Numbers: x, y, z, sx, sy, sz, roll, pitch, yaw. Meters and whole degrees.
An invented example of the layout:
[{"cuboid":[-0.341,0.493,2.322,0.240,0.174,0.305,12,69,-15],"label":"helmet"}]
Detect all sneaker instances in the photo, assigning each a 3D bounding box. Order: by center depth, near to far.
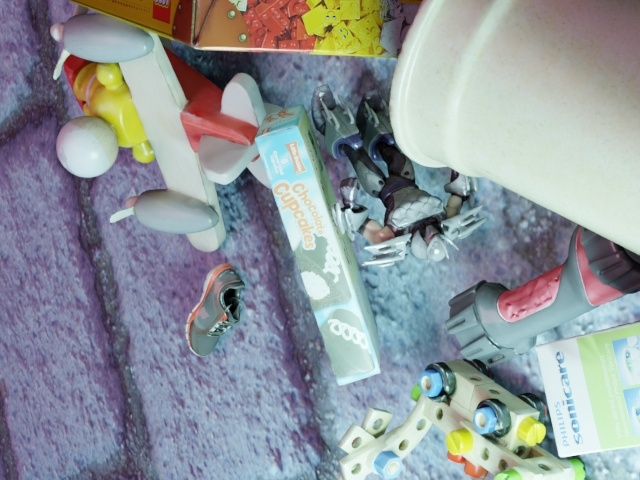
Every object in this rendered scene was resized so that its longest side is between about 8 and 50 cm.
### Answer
[{"cuboid":[-0.152,0.114,2.244,0.065,0.061,0.158,38,124,35],"label":"sneaker"}]

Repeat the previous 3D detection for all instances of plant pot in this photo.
[{"cuboid":[0.291,-0.138,1.482,0.305,0.334,0.333,39,124,28],"label":"plant pot"}]

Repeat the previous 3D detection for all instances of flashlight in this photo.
[{"cuboid":[0.256,0.047,1.692,0.304,0.103,0.103,-31,45,50],"label":"flashlight"}]

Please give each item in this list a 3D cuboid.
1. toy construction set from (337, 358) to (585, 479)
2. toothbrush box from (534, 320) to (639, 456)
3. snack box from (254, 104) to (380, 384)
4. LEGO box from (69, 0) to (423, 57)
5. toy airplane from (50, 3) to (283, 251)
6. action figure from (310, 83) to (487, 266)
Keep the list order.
[{"cuboid":[0.174,0.267,1.797,0.328,0.151,0.215,24,114,36],"label":"toy construction set"},{"cuboid":[0.384,0.121,1.452,0.283,0.206,0.122,-22,78,51],"label":"toothbrush box"},{"cuboid":[0.000,0.000,1.883,0.187,0.060,0.322,-83,-25,-77],"label":"snack box"},{"cuboid":[-0.057,-0.337,1.731,0.500,0.373,0.193,-150,62,-61],"label":"LEGO box"},{"cuboid":[-0.234,-0.164,2.111,0.386,0.272,0.384,57,161,0],"label":"toy airplane"},{"cuboid":[0.085,-0.072,1.838,0.285,0.185,0.099,58,149,39],"label":"action figure"}]
